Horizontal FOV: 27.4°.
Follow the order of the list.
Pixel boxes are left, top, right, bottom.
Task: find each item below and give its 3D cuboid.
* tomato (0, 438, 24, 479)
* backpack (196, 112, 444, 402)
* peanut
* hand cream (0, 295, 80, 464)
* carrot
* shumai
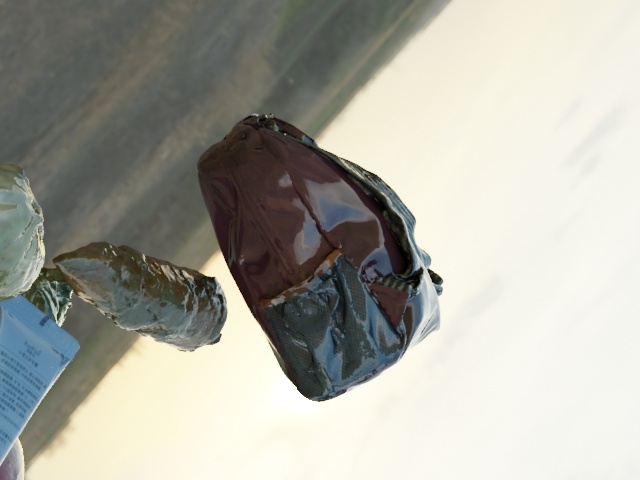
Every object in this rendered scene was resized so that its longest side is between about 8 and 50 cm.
[{"bbox_3d":[-0.433,0.266,1.500,0.208,0.184,0.208,-175,-90,-84],"label":"tomato"},{"bbox_3d":[0.000,0.000,1.446,0.197,0.317,0.283,-33,174,12],"label":"backpack"},{"bbox_3d":[-0.271,0.015,0.998,0.214,0.099,0.099,-34,-168,40],"label":"peanut"},{"bbox_3d":[-0.294,0.176,1.091,0.058,0.091,0.271,-3,-128,46],"label":"hand cream"},{"bbox_3d":[-0.204,0.052,1.431,0.102,0.102,0.263,-48,148,7],"label":"carrot"},{"bbox_3d":[-0.323,0.073,1.478,0.123,0.099,0.087,-53,173,34],"label":"shumai"}]
